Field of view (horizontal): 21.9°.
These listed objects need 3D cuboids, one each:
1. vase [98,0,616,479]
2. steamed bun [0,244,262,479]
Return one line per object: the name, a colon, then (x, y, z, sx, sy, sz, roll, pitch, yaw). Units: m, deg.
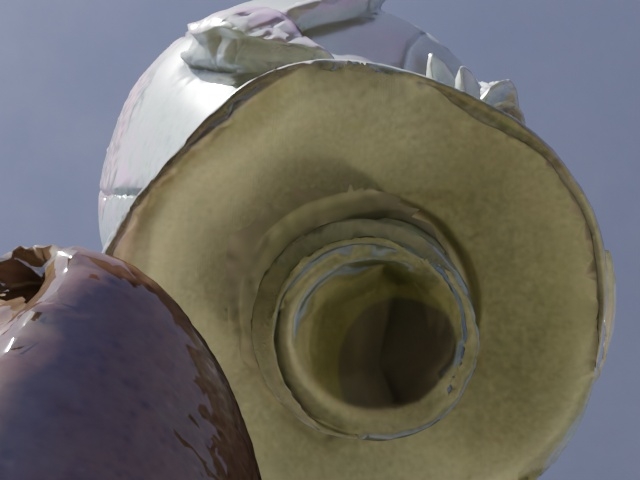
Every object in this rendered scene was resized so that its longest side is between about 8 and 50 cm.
vase: (0.000, 0.000, 0.788, 0.250, 0.445, 0.250, -1, -81, -4)
steamed bun: (-0.118, 0.171, 0.464, 0.199, 0.251, 0.301, 44, -70, -7)
